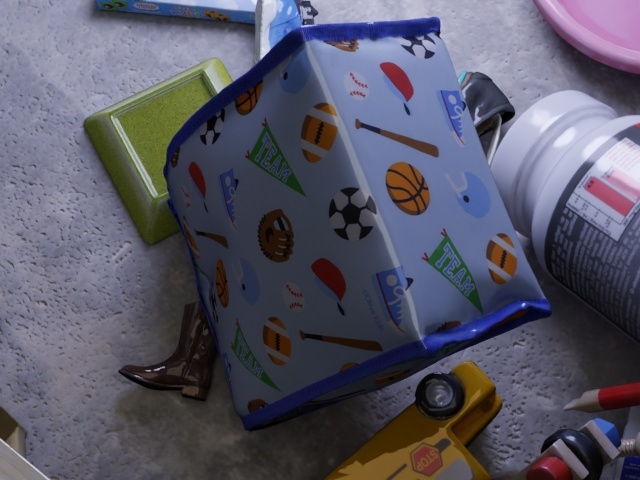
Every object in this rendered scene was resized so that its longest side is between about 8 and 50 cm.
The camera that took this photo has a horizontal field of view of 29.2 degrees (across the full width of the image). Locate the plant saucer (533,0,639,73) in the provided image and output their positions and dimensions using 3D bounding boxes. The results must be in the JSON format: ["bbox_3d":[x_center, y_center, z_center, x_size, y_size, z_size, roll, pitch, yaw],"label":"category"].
[{"bbox_3d":[0.412,-0.342,1.521,0.332,0.084,0.332,0,69,1],"label":"plant saucer"}]

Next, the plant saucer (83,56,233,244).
[{"bbox_3d":[-0.166,-0.119,1.464,0.188,0.045,0.188,-27,72,-9],"label":"plant saucer"}]

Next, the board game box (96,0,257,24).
[{"bbox_3d":[-0.166,-0.359,1.555,0.212,0.039,0.160,6,70,2],"label":"board game box"}]

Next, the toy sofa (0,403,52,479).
[{"bbox_3d":[-0.251,0.339,1.242,0.363,0.150,0.177,36,73,12],"label":"toy sofa"}]

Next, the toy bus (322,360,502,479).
[{"bbox_3d":[0.064,0.275,1.284,0.333,0.108,0.130,-39,74,-12],"label":"toy bus"}]

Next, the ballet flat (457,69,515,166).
[{"bbox_3d":[0.137,-0.078,1.424,0.096,0.095,0.280,35,74,3],"label":"ballet flat"}]

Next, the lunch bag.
[{"bbox_3d":[0.000,0.000,1.253,0.239,0.385,0.327,-10,75,-42],"label":"lunch bag"}]

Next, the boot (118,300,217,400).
[{"bbox_3d":[-0.162,0.114,1.383,0.106,0.037,0.114,17,74,-8],"label":"boot"}]

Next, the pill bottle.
[{"bbox_3d":[0.354,-0.004,1.276,0.210,0.210,0.363,-37,49,-12],"label":"pill bottle"}]

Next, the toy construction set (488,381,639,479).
[{"bbox_3d":[0.226,0.280,1.215,0.257,0.237,0.309,46,54,-20],"label":"toy construction set"}]

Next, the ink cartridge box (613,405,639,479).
[{"bbox_3d":[0.371,0.321,1.254,0.165,0.065,0.332,5,69,35],"label":"ink cartridge box"}]

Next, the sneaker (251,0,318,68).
[{"bbox_3d":[-0.039,-0.223,1.493,0.085,0.058,0.152,5,84,-17],"label":"sneaker"}]
